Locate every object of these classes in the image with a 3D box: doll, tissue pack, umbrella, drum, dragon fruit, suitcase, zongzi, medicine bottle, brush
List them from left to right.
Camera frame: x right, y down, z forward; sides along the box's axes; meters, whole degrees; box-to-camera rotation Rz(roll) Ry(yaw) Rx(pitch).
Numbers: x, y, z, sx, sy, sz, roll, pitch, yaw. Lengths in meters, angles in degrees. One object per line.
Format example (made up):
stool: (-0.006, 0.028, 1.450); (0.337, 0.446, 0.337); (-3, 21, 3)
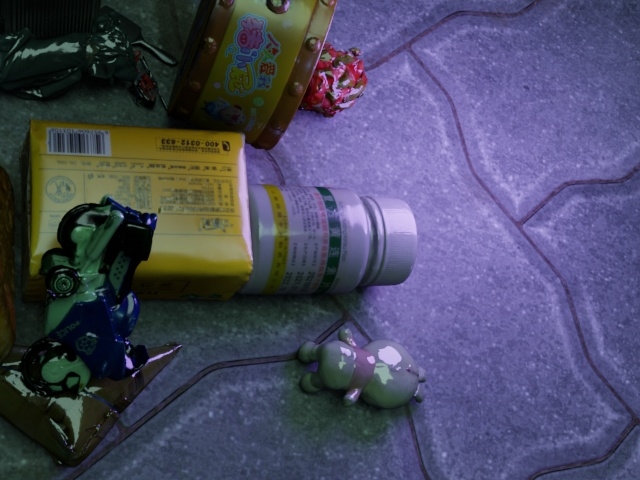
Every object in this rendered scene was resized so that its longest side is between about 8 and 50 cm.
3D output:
umbrella: (-0.524, -0.340, 1.693); (0.349, 0.094, 0.143); (-16, 107, -21)
suitcase: (-0.508, -0.503, 1.666); (0.202, 0.312, 0.128); (-15, 64, -26)
zongzi: (-0.420, 0.204, 1.516); (0.260, 0.123, 0.289); (38, 60, -1)
tissue pack: (-0.334, -0.047, 1.593); (0.382, 0.228, 0.293); (1, 71, -21)
brush: (-0.380, -0.416, 1.849); (0.193, 0.016, 0.063); (31, 61, -8)
drum: (-0.130, -0.396, 1.713); (0.214, 0.431, 0.431); (19, 63, -15)
medicine bottle: (0.000, 0.000, 1.724); (0.340, 0.208, 0.208); (1, 69, -22)
dragon fruit: (0.015, -0.348, 1.919); (0.172, 0.160, 0.166); (-12, 37, -41)
doll: (0.094, 0.254, 1.712); (0.275, 0.113, 0.155); (12, 62, -17)

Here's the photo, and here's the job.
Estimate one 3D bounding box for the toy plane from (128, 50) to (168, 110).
toy plane: (-0.360, -0.323, 1.808); (0.060, 0.037, 0.145); (-22, 80, -32)

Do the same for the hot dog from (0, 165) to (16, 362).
hot dog: (-0.599, 0.007, 1.414); (0.185, 0.223, 0.405); (-12, 55, -3)

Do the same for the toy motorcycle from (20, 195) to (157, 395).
toy motorcycle: (-0.345, 0.098, 1.400); (0.196, 0.125, 0.331); (13, 100, -25)
